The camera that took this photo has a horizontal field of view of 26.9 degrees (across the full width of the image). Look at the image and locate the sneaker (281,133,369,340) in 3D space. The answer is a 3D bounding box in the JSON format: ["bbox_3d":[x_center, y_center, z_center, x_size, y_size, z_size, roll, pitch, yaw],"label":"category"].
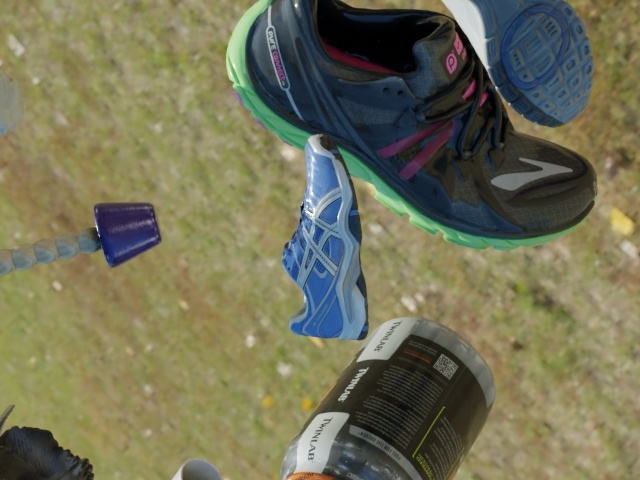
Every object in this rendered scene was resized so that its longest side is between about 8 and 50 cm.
[{"bbox_3d":[0.000,0.000,1.334,0.080,0.081,0.211,-106,11,-85],"label":"sneaker"}]

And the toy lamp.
[{"bbox_3d":[-0.318,0.012,1.519,0.080,0.274,0.080,167,90,-85],"label":"toy lamp"}]

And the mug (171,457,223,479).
[{"bbox_3d":[-0.164,0.316,1.652,0.062,0.078,0.064,34,128,-16],"label":"mug"}]

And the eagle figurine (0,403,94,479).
[{"bbox_3d":[-0.372,0.280,1.424,0.298,0.225,0.226,43,153,24],"label":"eagle figurine"}]

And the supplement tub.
[{"bbox_3d":[0.083,0.276,1.797,0.207,0.338,0.207,19,133,22],"label":"supplement tub"}]

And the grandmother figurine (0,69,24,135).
[{"bbox_3d":[-0.513,-0.095,1.660,0.104,0.342,0.208,46,171,25],"label":"grandmother figurine"}]

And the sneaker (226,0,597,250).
[{"bbox_3d":[0.129,-0.145,1.541,0.482,0.185,0.202,25,132,-16],"label":"sneaker"}]

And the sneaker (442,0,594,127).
[{"bbox_3d":[0.183,-0.249,1.386,0.297,0.111,0.129,54,-172,-13],"label":"sneaker"}]
